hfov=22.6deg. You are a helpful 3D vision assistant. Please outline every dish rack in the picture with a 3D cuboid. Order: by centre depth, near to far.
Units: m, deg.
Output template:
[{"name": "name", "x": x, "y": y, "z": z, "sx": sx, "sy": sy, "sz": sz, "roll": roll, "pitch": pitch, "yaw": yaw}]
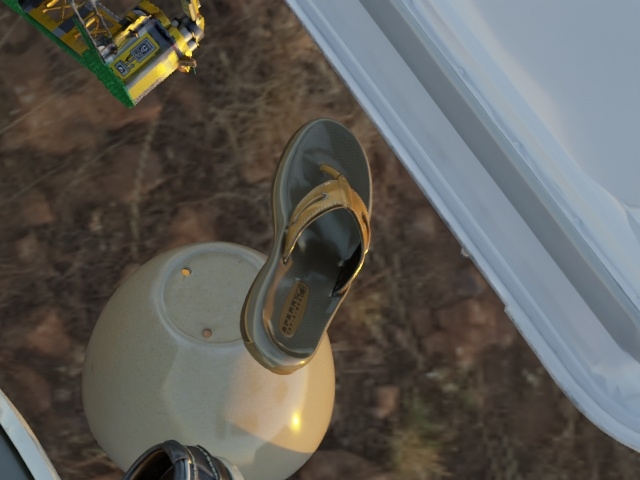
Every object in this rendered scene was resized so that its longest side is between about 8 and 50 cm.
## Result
[{"name": "dish rack", "x": 0.151, "y": -0.064, "z": 0.778, "sx": 0.285, "sy": 0.072, "sz": 0.333, "roll": -10, "pitch": 56, "yaw": -44}]

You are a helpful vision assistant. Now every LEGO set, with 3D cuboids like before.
[{"name": "LEGO set", "x": -0.179, "y": -0.288, "z": 1.259, "sx": 0.192, "sy": 0.255, "sz": 0.331, "roll": -43, "pitch": 137, "yaw": -13}]

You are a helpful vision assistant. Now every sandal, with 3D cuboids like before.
[{"name": "sandal", "x": 0.000, "y": 0.000, "z": 1.004, "sx": 0.072, "sy": 0.049, "sz": 0.180, "roll": 31, "pitch": 56, "yaw": -22}]

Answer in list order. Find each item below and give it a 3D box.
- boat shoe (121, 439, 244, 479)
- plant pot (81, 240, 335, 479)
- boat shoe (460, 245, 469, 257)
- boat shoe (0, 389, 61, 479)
[{"name": "boat shoe", "x": -0.149, "y": 0.238, "z": 1.108, "sx": 0.233, "sy": 0.084, "sz": 0.079, "roll": -54, "pitch": 147, "yaw": 1}, {"name": "plant pot", "x": -0.115, "y": 0.109, "z": 1.724, "sx": 0.284, "sy": 0.191, "sz": 0.284, "roll": 4, "pitch": 54, "yaw": -5}, {"name": "boat shoe", "x": 0.116, "y": -0.026, "z": 0.960, "sx": 0.066, "sy": 0.183, "sz": 0.066, "roll": -2, "pitch": 83, "yaw": 6}, {"name": "boat shoe", "x": -0.247, "y": 0.109, "z": 1.004, "sx": 0.091, "sy": 0.109, "sz": 0.305, "roll": -32, "pitch": 71, "yaw": -21}]
